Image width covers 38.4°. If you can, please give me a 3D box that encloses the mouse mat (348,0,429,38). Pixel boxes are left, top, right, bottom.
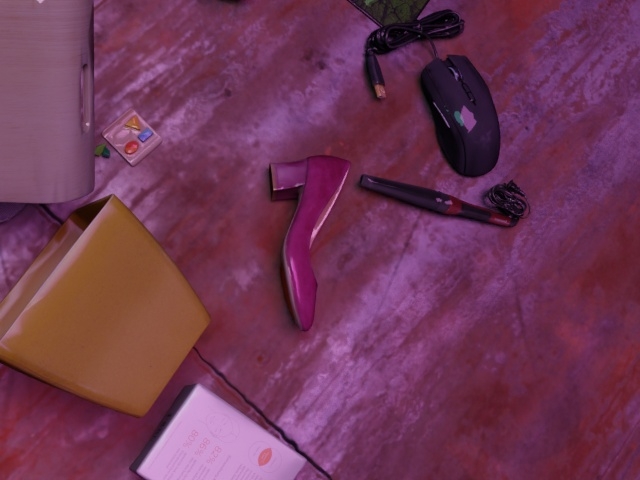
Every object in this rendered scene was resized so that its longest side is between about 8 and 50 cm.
[{"bbox_3d":[0.111,-0.417,1.401,0.153,0.007,0.189,37,70,-9],"label":"mouse mat"}]

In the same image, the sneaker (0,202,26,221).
[{"bbox_3d":[-0.427,-0.002,1.047,0.210,0.137,0.365,-21,71,-21],"label":"sneaker"}]

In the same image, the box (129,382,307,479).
[{"bbox_3d":[-0.129,0.279,1.143,0.170,0.091,0.130,38,70,-8],"label":"box"}]

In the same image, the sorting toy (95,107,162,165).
[{"bbox_3d":[-0.259,-0.130,1.219,0.062,0.012,0.083,47,69,-5],"label":"sorting toy"}]

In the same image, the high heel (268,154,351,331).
[{"bbox_3d":[0.000,0.000,1.246,0.117,0.082,0.244,-5,68,-9],"label":"high heel"}]

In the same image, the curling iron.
[{"bbox_3d":[0.183,-0.066,1.343,0.274,0.035,0.068,6,74,-18],"label":"curling iron"}]

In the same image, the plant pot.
[{"bbox_3d":[-0.259,0.093,1.085,0.187,0.212,0.212,40,70,-19],"label":"plant pot"}]

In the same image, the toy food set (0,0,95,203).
[{"bbox_3d":[-0.396,-0.159,0.966,0.306,0.092,0.219,2,109,-9],"label":"toy food set"}]

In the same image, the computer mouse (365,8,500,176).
[{"bbox_3d":[0.172,-0.216,1.352,0.184,0.060,0.262,-13,85,-21],"label":"computer mouse"}]
